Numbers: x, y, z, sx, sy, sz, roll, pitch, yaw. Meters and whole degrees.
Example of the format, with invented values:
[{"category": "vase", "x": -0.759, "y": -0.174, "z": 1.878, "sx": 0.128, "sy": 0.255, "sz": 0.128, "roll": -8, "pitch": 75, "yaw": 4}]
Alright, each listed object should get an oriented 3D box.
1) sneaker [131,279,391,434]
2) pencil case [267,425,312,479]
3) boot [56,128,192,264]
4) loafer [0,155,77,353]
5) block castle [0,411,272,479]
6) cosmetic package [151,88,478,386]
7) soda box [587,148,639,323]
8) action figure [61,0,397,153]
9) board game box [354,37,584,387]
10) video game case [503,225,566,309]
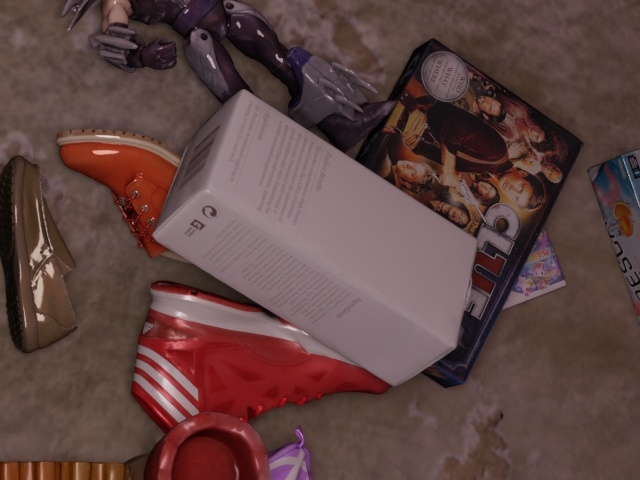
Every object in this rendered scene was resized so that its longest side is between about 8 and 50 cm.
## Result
[{"category": "sneaker", "x": -0.051, "y": 0.117, "z": 1.420, "sx": 0.221, "sy": 0.087, "sz": 0.128, "roll": 19, "pitch": 90, "yaw": -23}, {"category": "pencil case", "x": -0.009, "y": 0.253, "z": 1.387, "sx": 0.088, "sy": 0.086, "sz": 0.206, "roll": -27, "pitch": 92, "yaw": 6}, {"category": "boot", "x": -0.137, "y": -0.033, "z": 1.411, "sx": 0.158, "sy": 0.059, "sz": 0.085, "roll": 21, "pitch": 75, "yaw": -21}, {"category": "loafer", "x": -0.213, "y": 0.010, "z": 1.367, "sx": 0.050, "sy": 0.056, "sz": 0.148, "roll": -4, "pitch": 90, "yaw": -27}, {"category": "block castle", "x": -0.186, "y": 0.342, "z": 1.214, "sx": 0.303, "sy": 0.213, "sz": 0.453, "roll": 4, "pitch": 77, "yaw": -25}, {"category": "cosmetic package", "x": 0.000, "y": 0.000, "z": 1.380, "sx": 0.231, "sy": 0.085, "sz": 0.117, "roll": 34, "pitch": 46, "yaw": -17}, {"category": "soda box", "x": 0.302, "y": 0.009, "z": 1.608, "sx": 0.063, "sy": 0.058, "sz": 0.183, "roll": -16, "pitch": 85, "yaw": -27}, {"category": "action figure", "x": -0.081, "y": -0.168, "z": 1.446, "sx": 0.285, "sy": 0.099, "sz": 0.185, "roll": 45, "pitch": 69, "yaw": -7}, {"category": "board game box", "x": 0.099, "y": -0.024, "z": 1.516, "sx": 0.165, "sy": 0.042, "sz": 0.243, "roll": 33, "pitch": 70, "yaw": -13}, {"category": "video game case", "x": 0.155, "y": -0.005, "z": 1.568, "sx": 0.087, "sy": 0.011, "sz": 0.122, "roll": -19, "pitch": 87, "yaw": -28}]
